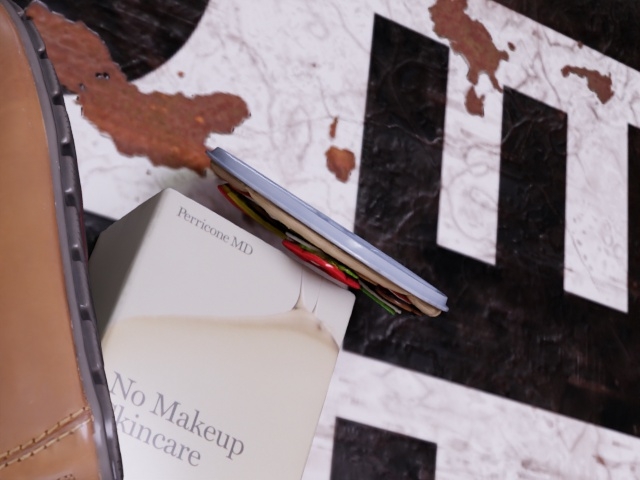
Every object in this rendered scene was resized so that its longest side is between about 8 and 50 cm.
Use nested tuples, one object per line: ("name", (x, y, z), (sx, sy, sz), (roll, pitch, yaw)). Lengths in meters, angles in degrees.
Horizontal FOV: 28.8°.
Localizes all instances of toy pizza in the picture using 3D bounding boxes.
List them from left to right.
("toy pizza", (0.000, 0.000, 0.869), (0.201, 0.201, 0.032), (32, 92, -21))

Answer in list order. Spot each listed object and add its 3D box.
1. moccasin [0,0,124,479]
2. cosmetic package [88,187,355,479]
("moccasin", (-0.208, -0.002, 0.716), (0.146, 0.139, 0.380), (-8, 60, -11))
("cosmetic package", (-0.105, 0.144, 0.777), (0.160, 0.113, 0.310), (29, 60, -22))
